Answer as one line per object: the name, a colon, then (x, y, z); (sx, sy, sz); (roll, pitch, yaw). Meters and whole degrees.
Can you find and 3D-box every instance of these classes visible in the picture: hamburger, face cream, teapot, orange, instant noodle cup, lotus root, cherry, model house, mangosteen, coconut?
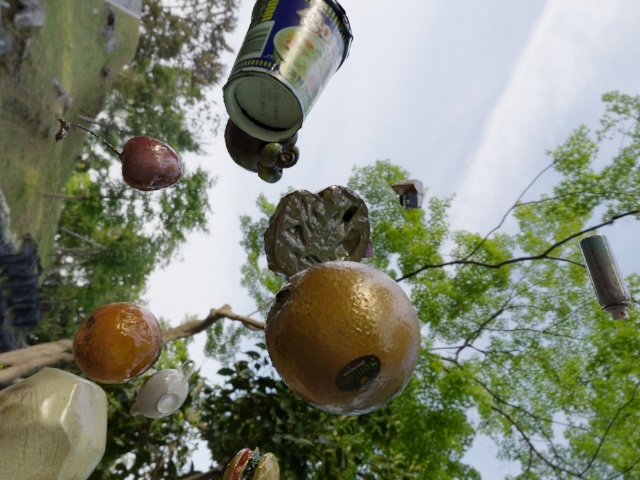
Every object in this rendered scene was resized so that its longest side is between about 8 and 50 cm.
hamburger: (-0.158, 0.554, 0.925); (0.115, 0.162, 0.162); (9, -80, 15)
face cream: (0.763, 0.100, 1.097); (0.075, 0.075, 0.229); (-36, -131, 48)
teapot: (-0.453, 0.446, 1.209); (0.092, 0.226, 0.145); (25, -29, 46)
orange: (-0.602, 0.306, 1.234); (0.246, 0.246, 0.246); (1, -89, 54)
instant noodle cup: (-0.090, -0.418, 1.003); (0.284, 0.284, 0.312); (-31, -146, 50)
lotus root: (0.000, 0.000, 1.355); (0.111, 0.390, 0.375); (6, -63, 57)
cherry: (-0.369, -0.152, 0.772); (0.090, 0.225, 0.107); (10, -89, 60)
model house: (0.295, -0.157, 1.401); (0.087, 0.100, 0.101); (0, -89, 32)
mangosteen: (-0.211, -0.383, 1.531); (0.311, 0.311, 0.311); (1, -89, 54)
orange: (0.039, 0.165, 0.729); (0.274, 0.274, 0.274); (1, -89, 54)
coconut: (-0.476, 0.322, 0.695); (0.224, 0.224, 0.224); (1, -89, 54)

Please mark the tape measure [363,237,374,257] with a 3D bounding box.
tape measure: (0.185, 0.020, 1.834); (0.125, 0.074, 0.118); (-11, -90, 61)
